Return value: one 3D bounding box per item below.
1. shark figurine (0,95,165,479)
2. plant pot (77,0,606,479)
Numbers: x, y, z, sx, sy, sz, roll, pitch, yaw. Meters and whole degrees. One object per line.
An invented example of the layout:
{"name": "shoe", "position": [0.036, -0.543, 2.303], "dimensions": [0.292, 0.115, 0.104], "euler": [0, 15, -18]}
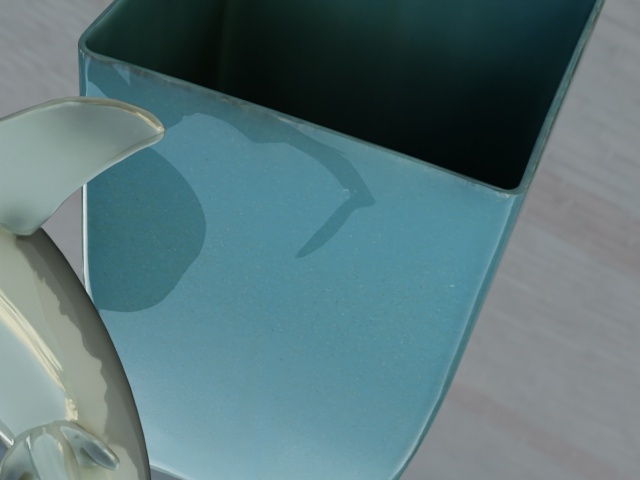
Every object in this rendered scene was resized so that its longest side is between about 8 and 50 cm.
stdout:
{"name": "shark figurine", "position": [-0.097, 0.052, 0.526], "dimensions": [0.116, 0.166, 0.278], "euler": [-99, -13, -76]}
{"name": "plant pot", "position": [0.000, 0.000, 0.692], "dimensions": [0.165, 0.165, 0.234], "euler": [19, 130, 9]}
